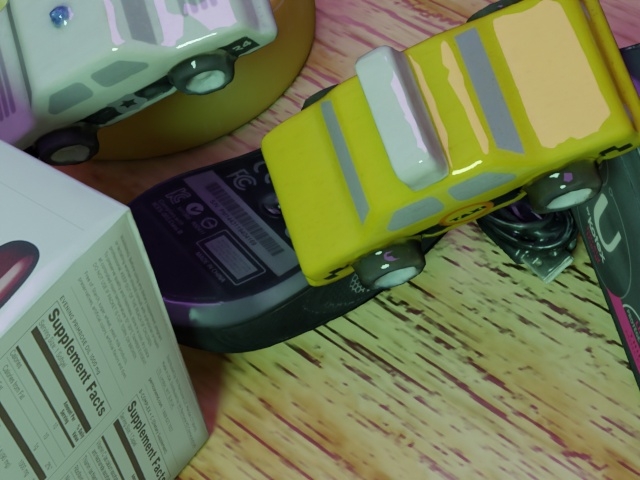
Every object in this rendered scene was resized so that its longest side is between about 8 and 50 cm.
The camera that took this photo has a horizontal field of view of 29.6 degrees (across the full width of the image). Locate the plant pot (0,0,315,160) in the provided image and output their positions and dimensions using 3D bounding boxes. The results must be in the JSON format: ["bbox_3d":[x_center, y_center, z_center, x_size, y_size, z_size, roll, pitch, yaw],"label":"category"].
[{"bbox_3d":[-0.139,-0.223,0.798,0.254,0.239,0.254,-3,51,4],"label":"plant pot"}]

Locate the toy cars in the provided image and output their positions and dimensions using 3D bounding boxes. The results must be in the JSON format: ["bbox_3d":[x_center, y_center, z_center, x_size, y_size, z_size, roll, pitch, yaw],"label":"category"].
[{"bbox_3d":[-0.038,-0.083,0.611,0.393,0.087,0.177,20,90,27],"label":"toy cars"}]

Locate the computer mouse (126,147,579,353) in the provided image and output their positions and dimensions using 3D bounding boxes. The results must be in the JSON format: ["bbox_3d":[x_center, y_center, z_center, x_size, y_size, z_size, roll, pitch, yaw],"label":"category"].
[{"bbox_3d":[0.000,0.000,0.719,0.272,0.072,0.188,-21,50,-25],"label":"computer mouse"}]

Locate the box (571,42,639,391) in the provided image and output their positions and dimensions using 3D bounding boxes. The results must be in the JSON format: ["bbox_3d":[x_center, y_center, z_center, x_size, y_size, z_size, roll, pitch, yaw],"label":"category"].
[{"bbox_3d":[0.283,-0.029,0.628,0.270,0.143,0.165,-14,70,-5],"label":"box"}]

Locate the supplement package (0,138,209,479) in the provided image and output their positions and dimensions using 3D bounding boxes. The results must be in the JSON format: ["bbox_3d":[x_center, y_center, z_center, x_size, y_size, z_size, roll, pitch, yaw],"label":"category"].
[{"bbox_3d":[-0.215,0.041,0.622,0.261,0.204,0.145,26,59,25],"label":"supplement package"}]
